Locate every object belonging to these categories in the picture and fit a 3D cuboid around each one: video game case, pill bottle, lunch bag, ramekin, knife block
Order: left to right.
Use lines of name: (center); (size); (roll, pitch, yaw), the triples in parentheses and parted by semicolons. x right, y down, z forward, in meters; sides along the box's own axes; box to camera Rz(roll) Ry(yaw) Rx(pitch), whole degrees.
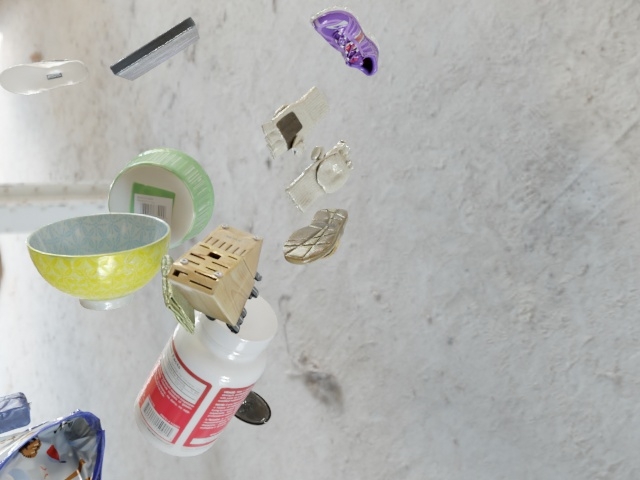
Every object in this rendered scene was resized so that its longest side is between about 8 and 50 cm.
lunch bag: (-0.595, 0.502, 1.332); (0.327, 0.385, 0.239); (-24, 116, 32)
lunch bag: (-0.717, 0.394, 1.667); (0.065, 0.098, 0.067); (44, 137, 44)
video game case: (-0.358, -0.418, 1.598); (0.026, 0.196, 0.274); (58, 179, -13)
ramekin: (-0.481, -0.115, 2.155); (0.148, 0.303, 0.303); (-72, -8, -71)
pill bottle: (-0.268, 0.306, 1.708); (0.408, 0.229, 0.229); (-56, 49, 30)
knife block: (-0.189, 0.106, 1.321); (0.088, 0.276, 0.242); (20, 117, 11)

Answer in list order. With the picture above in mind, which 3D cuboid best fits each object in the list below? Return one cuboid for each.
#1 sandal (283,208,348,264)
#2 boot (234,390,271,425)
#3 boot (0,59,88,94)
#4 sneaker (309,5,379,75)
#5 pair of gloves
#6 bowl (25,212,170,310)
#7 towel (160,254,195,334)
sandal: (0.000, 0.000, 1.145); (0.072, 0.180, 0.049); (8, 117, 18)
boot: (-0.245, 0.415, 1.994); (0.263, 0.091, 0.229); (36, 162, 5)
boot: (-0.626, -0.371, 1.631); (0.086, 0.190, 0.069); (-147, 50, -59)
sneaker: (0.050, -0.334, 1.220); (0.068, 0.170, 0.071); (-24, 59, 33)
pair of gloves: (-0.022, -0.209, 1.665); (0.042, 0.204, 0.240); (6, 128, 54)
bowl: (-0.460, 0.055, 1.530); (0.289, 0.289, 0.156); (27, 123, 51)
towel: (-0.278, 0.104, 1.402); (0.148, 0.027, 0.110); (-108, -5, -49)
